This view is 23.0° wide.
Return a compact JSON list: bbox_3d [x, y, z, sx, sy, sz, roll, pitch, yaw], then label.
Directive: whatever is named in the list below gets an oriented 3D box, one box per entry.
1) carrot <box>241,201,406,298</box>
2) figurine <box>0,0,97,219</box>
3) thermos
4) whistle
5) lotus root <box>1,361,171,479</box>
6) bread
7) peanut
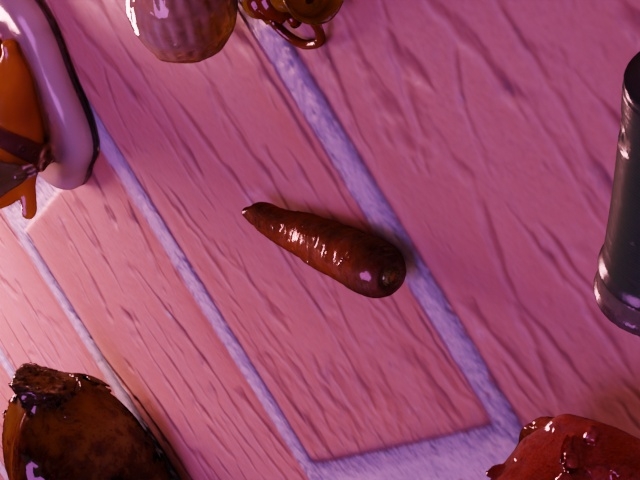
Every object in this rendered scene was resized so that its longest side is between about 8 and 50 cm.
[{"bbox_3d":[0.000,0.000,1.211,0.191,0.047,0.047,28,141,52],"label":"carrot"},{"bbox_3d":[-0.324,-0.123,1.528,0.166,0.141,0.250,33,145,43],"label":"figurine"},{"bbox_3d":[0.187,-0.034,0.806,0.083,0.073,0.188,40,149,35],"label":"thermos"},{"bbox_3d":[-0.017,-0.163,1.079,0.109,0.057,0.046,-178,104,-70],"label":"whistle"},{"bbox_3d":[-0.262,0.313,1.854,0.196,0.179,0.398,16,133,51],"label":"lotus root"},{"bbox_3d":[0.196,0.207,0.998,0.212,0.142,0.224,46,157,-9],"label":"bread"},{"bbox_3d":[-0.108,-0.214,1.110,0.087,0.087,0.207,36,147,38],"label":"peanut"}]
